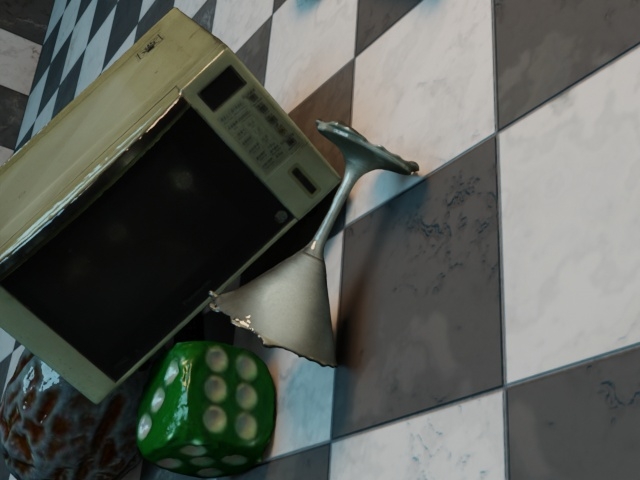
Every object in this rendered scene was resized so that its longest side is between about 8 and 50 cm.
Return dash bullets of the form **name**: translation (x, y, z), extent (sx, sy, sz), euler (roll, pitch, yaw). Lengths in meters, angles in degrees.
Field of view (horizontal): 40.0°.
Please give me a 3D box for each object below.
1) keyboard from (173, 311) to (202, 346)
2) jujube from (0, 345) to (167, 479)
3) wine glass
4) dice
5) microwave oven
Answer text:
- **keyboard**: translation (-0.191, 0.186, 1.249), extent (0.072, 0.023, 0.231), euler (-50, 33, 36)
- **jujube**: translation (-0.360, 0.242, 1.304), extent (0.308, 0.215, 0.246), euler (-64, 31, 19)
- **wine glass**: translation (0.000, 0.000, 0.919), extent (0.232, 0.156, 0.156), euler (-64, 28, 0)
- **dice**: translation (-0.132, 0.197, 1.026), extent (0.120, 0.131, 0.128), euler (-36, 42, 43)
- **microwave oven**: translation (-0.214, -0.048, 1.093), extent (0.394, 0.247, 0.333), euler (-42, 30, 1)
